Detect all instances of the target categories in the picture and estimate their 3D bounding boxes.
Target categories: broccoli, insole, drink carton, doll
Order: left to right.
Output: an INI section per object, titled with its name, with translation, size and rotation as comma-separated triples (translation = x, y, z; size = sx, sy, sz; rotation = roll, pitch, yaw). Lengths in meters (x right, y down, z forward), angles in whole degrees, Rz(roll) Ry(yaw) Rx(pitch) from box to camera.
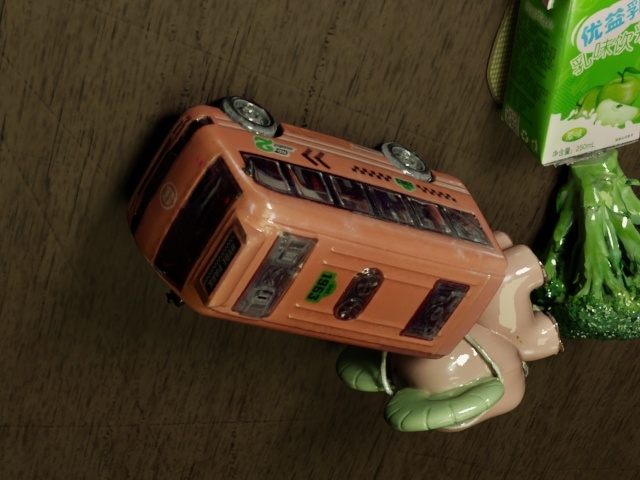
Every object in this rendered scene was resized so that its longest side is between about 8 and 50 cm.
[doll]
translation = 0.167, 0.139, 2.077
size = 0.268, 0.284, 0.216
rotation = -25, 114, -16
[insole]
translation = 0.253, -0.267, 1.940
size = 0.086, 0.005, 0.253
rotation = -10, 132, -21
[drink carton]
translation = 0.318, -0.234, 1.925
size = 0.161, 0.108, 0.271
rotation = -16, 133, -24
[broccoli]
translation = 0.402, 0.005, 2.124
size = 0.269, 0.254, 0.269
rotation = -4, 100, -24

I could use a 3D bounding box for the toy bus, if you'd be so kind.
[toy bus]
translation = 0.000, 0.000, 1.881
size = 0.427, 0.233, 0.203
rotation = 13, 121, -36

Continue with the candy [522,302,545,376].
[candy]
translation = 0.298, 0.122, 2.276
size = 0.043, 0.045, 0.175
rotation = -21, 137, -28
